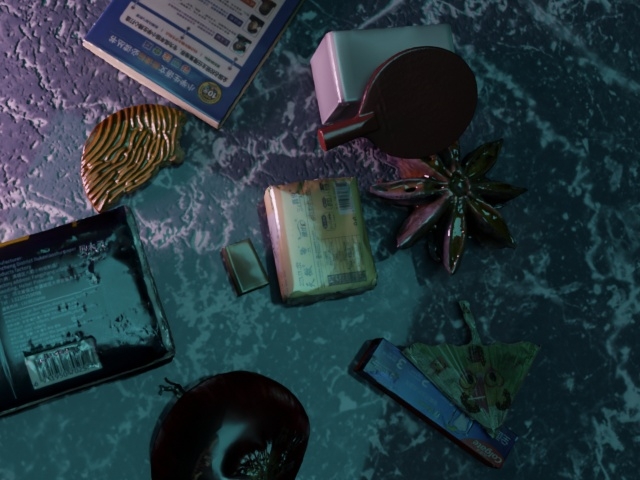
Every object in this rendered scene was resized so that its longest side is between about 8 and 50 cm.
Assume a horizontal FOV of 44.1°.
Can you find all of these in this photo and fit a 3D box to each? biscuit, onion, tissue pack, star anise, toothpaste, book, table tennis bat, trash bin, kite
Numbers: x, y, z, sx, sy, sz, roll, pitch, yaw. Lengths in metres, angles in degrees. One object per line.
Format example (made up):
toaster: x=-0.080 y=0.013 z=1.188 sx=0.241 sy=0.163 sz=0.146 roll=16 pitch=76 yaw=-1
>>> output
biscuit: x=-0.341 y=-0.150 z=1.441 sx=0.176 sy=0.031 sz=0.228 roll=16 pitch=76 yaw=-8
onion: x=-0.164 y=0.337 z=1.324 sx=0.273 sy=0.285 sz=0.273 roll=-16 pitch=118 yaw=-34
tissue pack: x=0.000 y=0.000 z=1.461 sx=0.186 sy=0.090 sz=0.222 roll=-9 pitch=84 yaw=-16
star anise: x=0.242 y=-0.091 z=1.522 sx=0.332 sy=0.117 sz=0.331 roll=6 pitch=71 yaw=-17
toothpaste: x=0.215 y=0.303 z=1.468 sx=0.320 sy=0.066 sz=0.076 roll=37 pitch=74 yaw=-5
book: x=-0.211 y=-0.462 z=1.522 sx=0.300 sy=0.039 sz=0.427 roll=33 pitch=75 yaw=-5
table tennis bat: x=0.143 y=-0.232 z=1.418 sx=0.310 sy=0.038 sz=0.200 roll=-21 pitch=111 yaw=-9
trash bin: x=-0.138 y=0.048 z=1.447 sx=0.061 sy=0.043 sz=0.092 roll=-20 pitch=82 yaw=-15
tissue pack: x=0.123 y=-0.313 z=1.512 sx=0.246 sy=0.159 sz=0.135 roll=-8 pitch=84 yaw=-15
tissue pack: x=-0.463 y=0.134 z=1.246 sx=0.417 sy=0.253 sz=0.264 roll=-18 pitch=85 yaw=-15
kite: x=0.297 y=0.237 z=1.483 sx=0.323 sy=0.013 sz=0.267 roll=4 pitch=64 yaw=-23
